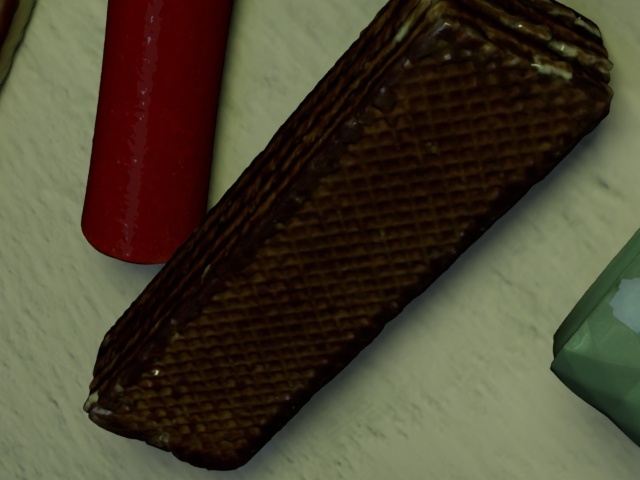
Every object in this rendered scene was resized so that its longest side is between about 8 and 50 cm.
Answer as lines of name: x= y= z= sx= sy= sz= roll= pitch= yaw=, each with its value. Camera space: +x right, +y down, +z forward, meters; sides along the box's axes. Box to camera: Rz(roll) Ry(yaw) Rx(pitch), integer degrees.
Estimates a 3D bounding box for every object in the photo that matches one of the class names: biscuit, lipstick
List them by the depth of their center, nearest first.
biscuit: x=0.000 y=0.000 z=0.933 sx=0.107 sy=0.073 sz=0.388 roll=24 pitch=131 yaw=-22
lipstick: x=-0.092 y=-0.102 z=0.974 sx=0.080 sy=0.080 sz=0.241 roll=24 pitch=122 yaw=24

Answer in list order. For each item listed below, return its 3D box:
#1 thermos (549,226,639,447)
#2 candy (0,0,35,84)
thermos: x=0.266 y=0.082 z=0.786 sx=0.286 sy=0.145 sz=0.182 roll=39 pitch=97 yaw=10
candy: x=-0.286 y=-0.157 z=1.046 sx=0.179 sy=0.135 sz=0.321 roll=41 pitch=127 yaw=14
